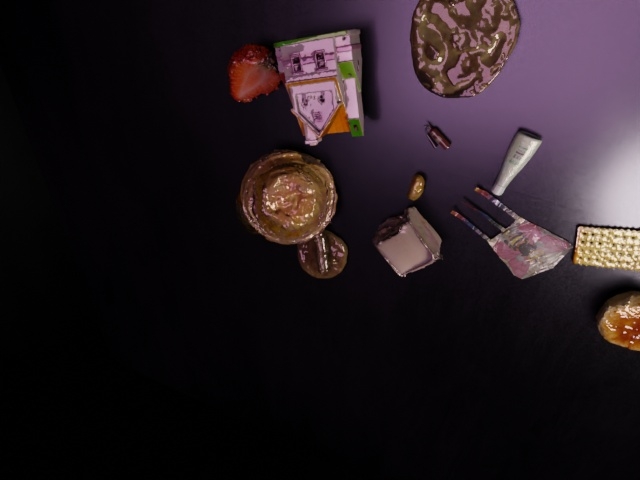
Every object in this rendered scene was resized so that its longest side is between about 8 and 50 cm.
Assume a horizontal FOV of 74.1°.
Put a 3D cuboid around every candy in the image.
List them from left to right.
[{"bbox_3d":[0.299,0.002,1.438,0.195,0.137,0.184,49,131,-9],"label":"candy"}]

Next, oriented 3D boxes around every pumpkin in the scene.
[{"bbox_3d":[-0.188,-0.129,1.662,0.280,0.190,0.139,-10,124,-15],"label":"pumpkin"}]

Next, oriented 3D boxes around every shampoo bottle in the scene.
[{"bbox_3d":[0.550,-0.217,1.216,0.069,0.041,0.191,24,129,7],"label":"shampoo bottle"}]

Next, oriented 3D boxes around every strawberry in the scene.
[{"bbox_3d":[-0.221,-0.563,1.388,0.235,0.107,0.175,-4,155,32],"label":"strawberry"}]

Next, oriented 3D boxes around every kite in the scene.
[{"bbox_3d":[0.592,-0.024,1.335,0.360,0.022,0.204,39,131,-4],"label":"kite"}]

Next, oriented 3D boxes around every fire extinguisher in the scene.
[{"bbox_3d":[0.344,-0.312,1.282,0.100,0.032,0.046,45,165,-4],"label":"fire extinguisher"}]

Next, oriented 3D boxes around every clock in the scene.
[{"bbox_3d":[0.010,-0.449,1.276,0.235,0.166,0.310,1,115,21],"label":"clock"}]

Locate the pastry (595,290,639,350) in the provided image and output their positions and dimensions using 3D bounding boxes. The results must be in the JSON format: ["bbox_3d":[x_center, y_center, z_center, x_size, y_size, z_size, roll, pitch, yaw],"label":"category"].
[{"bbox_3d":[0.939,0.238,1.265,0.192,0.093,0.182,20,127,12],"label":"pastry"}]

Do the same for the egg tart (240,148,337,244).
[{"bbox_3d":[-0.109,-0.150,1.479,0.351,0.150,0.352,-1,99,-4],"label":"egg tart"}]

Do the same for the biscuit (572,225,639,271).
[{"bbox_3d":[0.862,0.027,1.218,0.231,0.016,0.139,6,122,26],"label":"biscuit"}]

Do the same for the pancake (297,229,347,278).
[{"bbox_3d":[-0.006,0.050,1.696,0.241,0.050,0.242,12,118,23],"label":"pancake"}]

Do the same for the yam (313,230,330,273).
[{"bbox_3d":[0.000,0.000,1.616,0.061,0.061,0.253,-2,103,30],"label":"yam"}]

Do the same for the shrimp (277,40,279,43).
[{"bbox_3d":[-0.085,-0.563,1.354,0.091,0.034,0.161,-15,119,23],"label":"shrimp"}]

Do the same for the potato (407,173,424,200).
[{"bbox_3d":[0.312,-0.171,1.378,0.045,0.046,0.092,-128,42,-50],"label":"potato"}]

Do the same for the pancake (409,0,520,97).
[{"bbox_3d":[0.368,-0.521,1.112,0.294,0.049,0.295,14,123,23],"label":"pancake"}]
